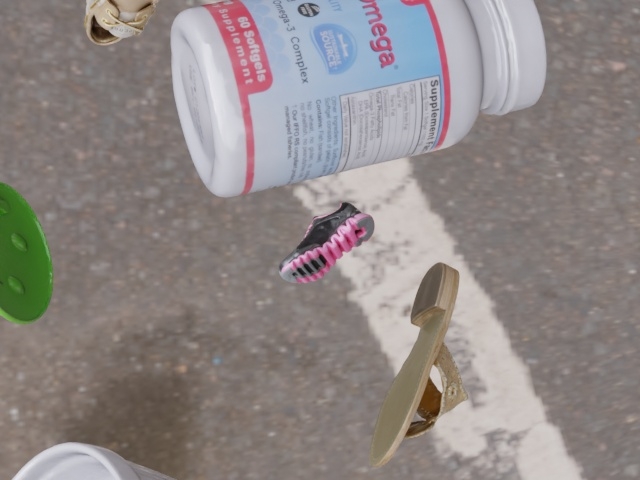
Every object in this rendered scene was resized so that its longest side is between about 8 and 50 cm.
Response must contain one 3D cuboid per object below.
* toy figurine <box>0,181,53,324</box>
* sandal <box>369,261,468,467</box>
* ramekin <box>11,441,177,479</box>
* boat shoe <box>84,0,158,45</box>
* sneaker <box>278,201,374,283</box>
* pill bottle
[{"bbox_3d":[-0.348,0.020,1.369,0.159,0.173,0.130,-16,56,19],"label":"toy figurine"},{"bbox_3d":[0.128,0.143,1.678,0.088,0.079,0.240,-34,34,60],"label":"sandal"},{"bbox_3d":[-0.162,0.263,1.183,0.207,0.109,0.207,-19,62,41],"label":"ramekin"},{"bbox_3d":[-0.178,-0.214,1.436,0.170,0.063,0.059,168,110,-71],"label":"boat shoe"},{"bbox_3d":[0.000,0.000,1.723,0.119,0.047,0.057,-34,51,-9],"label":"sneaker"},{"bbox_3d":[0.018,-0.077,0.719,0.087,0.160,0.087,166,90,-75],"label":"pill bottle"}]
